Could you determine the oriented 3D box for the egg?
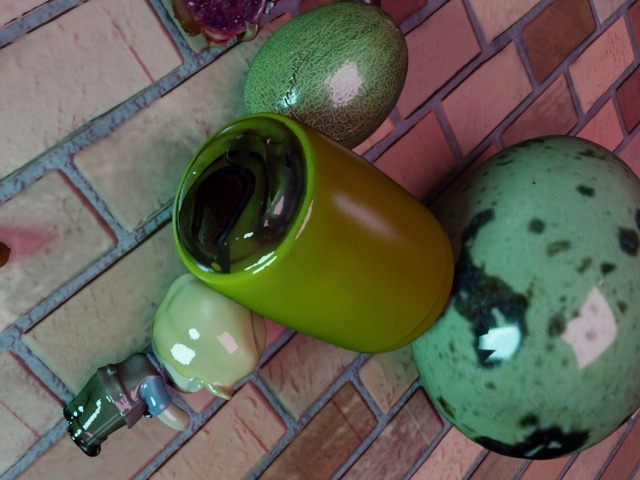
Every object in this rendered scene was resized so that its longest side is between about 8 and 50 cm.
[{"bbox_3d":[0.254,0.060,0.674,0.287,0.287,0.379,35,71,-32],"label":"egg"}]

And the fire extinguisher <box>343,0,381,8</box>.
[{"bbox_3d":[0.048,-0.237,0.644,0.064,0.043,0.158,-19,109,-62],"label":"fire extinguisher"}]

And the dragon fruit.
[{"bbox_3d":[-0.103,-0.244,0.532,0.126,0.068,0.112,26,93,-46],"label":"dragon fruit"}]

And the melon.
[{"bbox_3d":[0.002,-0.152,0.566,0.192,0.139,0.139,-40,117,-6],"label":"melon"}]

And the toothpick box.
[{"bbox_3d":[0.000,0.000,0.520,0.271,0.175,0.175,30,79,-54],"label":"toothpick box"}]

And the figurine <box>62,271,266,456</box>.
[{"bbox_3d":[-0.139,0.118,0.531,0.196,0.114,0.108,-43,118,-13],"label":"figurine"}]

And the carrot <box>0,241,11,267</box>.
[{"bbox_3d":[-0.313,0.022,0.436,0.139,0.048,0.048,-6,100,-34],"label":"carrot"}]
